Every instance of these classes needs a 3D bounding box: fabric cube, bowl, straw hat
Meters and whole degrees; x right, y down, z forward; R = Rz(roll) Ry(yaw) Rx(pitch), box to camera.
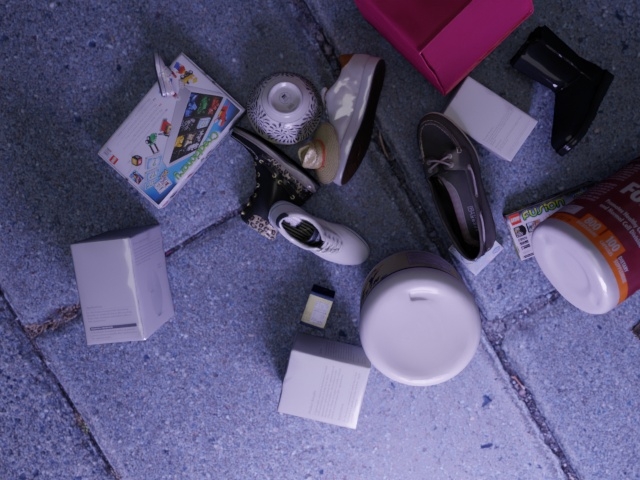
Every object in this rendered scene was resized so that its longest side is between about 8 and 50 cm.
[{"bbox_3d":[0.231,-0.492,1.354,0.254,0.259,0.258,-44,71,10],"label":"fabric cube"},{"bbox_3d":[-0.079,-0.302,1.510,0.170,0.080,0.170,0,85,-3],"label":"bowl"},{"bbox_3d":[-0.016,-0.188,1.505,0.061,0.144,0.144,-6,99,-25],"label":"straw hat"}]

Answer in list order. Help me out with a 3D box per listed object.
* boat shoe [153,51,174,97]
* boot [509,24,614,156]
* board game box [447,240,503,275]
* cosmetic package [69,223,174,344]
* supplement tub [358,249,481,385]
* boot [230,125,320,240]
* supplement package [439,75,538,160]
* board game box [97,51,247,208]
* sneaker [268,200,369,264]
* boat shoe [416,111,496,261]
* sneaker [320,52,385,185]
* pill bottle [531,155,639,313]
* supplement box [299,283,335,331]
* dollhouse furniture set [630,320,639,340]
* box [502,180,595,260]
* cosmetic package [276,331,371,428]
[{"bbox_3d":[-0.344,-0.367,1.515,0.035,0.035,0.100,-14,90,-19],"label":"boat shoe"},{"bbox_3d":[0.486,-0.320,1.452,0.207,0.094,0.246,33,69,-1],"label":"boot"},{"bbox_3d":[0.355,0.018,1.575,0.090,0.020,0.090,44,98,-1],"label":"board game box"},{"bbox_3d":[-0.438,0.091,1.539,0.138,0.224,0.224,-5,97,5],"label":"cosmetic package"},{"bbox_3d":[0.200,0.147,1.450,0.236,0.325,0.235,1,98,4],"label":"supplement tub"},{"bbox_3d":[-0.142,-0.130,1.558,0.236,0.085,0.178,37,101,-2],"label":"boot"},{"bbox_3d":[0.359,-0.263,1.492,0.179,0.105,0.105,33,101,-1],"label":"supplement package"},{"bbox_3d":[-0.338,-0.248,1.570,0.193,0.053,0.305,43,99,-1],"label":"board game box"},{"bbox_3d":[0.000,0.000,1.531,0.258,0.091,0.094,23,109,-21],"label":"sneaker"},{"bbox_3d":[0.290,-0.110,1.464,0.112,0.095,0.335,-15,110,34],"label":"boat shoe"},{"bbox_3d":[0.051,-0.271,1.529,0.123,0.106,0.289,18,98,22],"label":"sneaker"},{"bbox_3d":[0.656,-0.041,1.409,0.392,0.224,0.224,-33,95,-9],"label":"pill bottle"},{"bbox_3d":[-0.006,0.155,1.588,0.056,0.083,0.083,19,98,2],"label":"supplement box"},{"bbox_3d":[0.775,0.176,1.540,0.059,0.076,0.151,36,98,-3],"label":"dollhouse furniture set"},{"bbox_3d":[0.529,-0.044,1.545,0.207,0.036,0.114,-21,96,7],"label":"box"},{"bbox_3d":[0.010,0.318,1.576,0.184,0.151,0.151,14,98,2],"label":"cosmetic package"}]
